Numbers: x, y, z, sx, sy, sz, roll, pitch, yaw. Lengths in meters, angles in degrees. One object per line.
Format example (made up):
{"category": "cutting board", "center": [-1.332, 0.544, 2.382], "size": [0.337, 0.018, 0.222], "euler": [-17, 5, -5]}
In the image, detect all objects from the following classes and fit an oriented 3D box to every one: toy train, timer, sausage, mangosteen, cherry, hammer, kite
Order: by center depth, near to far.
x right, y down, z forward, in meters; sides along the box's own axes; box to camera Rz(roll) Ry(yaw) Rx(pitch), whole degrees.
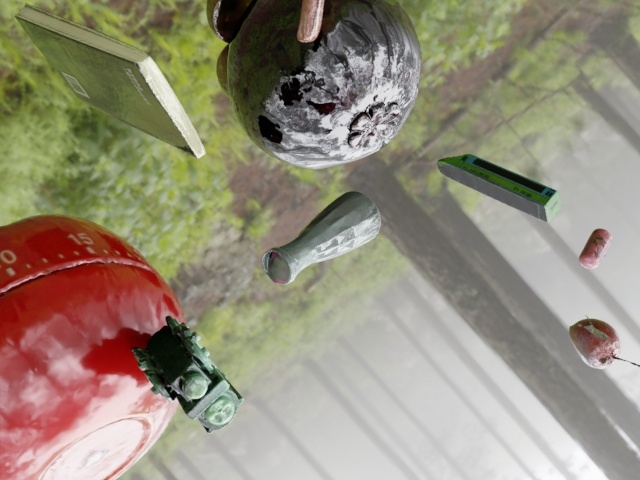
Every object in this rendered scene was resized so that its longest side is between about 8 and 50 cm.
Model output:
{"category": "toy train", "center": [-0.135, 0.142, 0.982], "size": [0.071, 0.111, 0.170], "euler": [-44, -158, -8]}
{"category": "timer", "center": [-0.340, 0.161, 1.127], "size": [0.378, 0.279, 0.378], "euler": [-33, 151, -21]}
{"category": "sausage", "center": [-0.011, -0.366, 1.404], "size": [0.030, 0.035, 0.147], "euler": [-20, 137, -33]}
{"category": "kite", "center": [0.419, 0.134, 1.451], "size": [0.002, 0.044, 0.078], "euler": [-67, -149, 20]}
{"category": "toy train", "center": [0.275, -0.093, 1.452], "size": [0.042, 0.209, 0.044], "euler": [-46, 141, -18]}
{"category": "hammer", "center": [0.505, 0.015, 1.716], "size": [0.083, 0.043, 0.043], "euler": [-54, -174, -28]}
{"category": "mangosteen", "center": [-0.020, -0.340, 1.730], "size": [0.382, 0.435, 0.382], "euler": [-29, 149, -19]}
{"category": "cherry", "center": [0.611, 0.241, 1.951], "size": [0.090, 0.225, 0.107], "euler": [-28, 139, -25]}

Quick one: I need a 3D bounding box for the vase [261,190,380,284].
{"category": "vase", "center": [0.000, 0.000, 1.418], "size": [0.214, 0.086, 0.086], "euler": [-33, 174, -45]}

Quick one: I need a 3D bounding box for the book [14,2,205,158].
{"category": "book", "center": [-0.243, -0.184, 1.085], "size": [0.024, 0.228, 0.160], "euler": [-51, 144, -19]}
